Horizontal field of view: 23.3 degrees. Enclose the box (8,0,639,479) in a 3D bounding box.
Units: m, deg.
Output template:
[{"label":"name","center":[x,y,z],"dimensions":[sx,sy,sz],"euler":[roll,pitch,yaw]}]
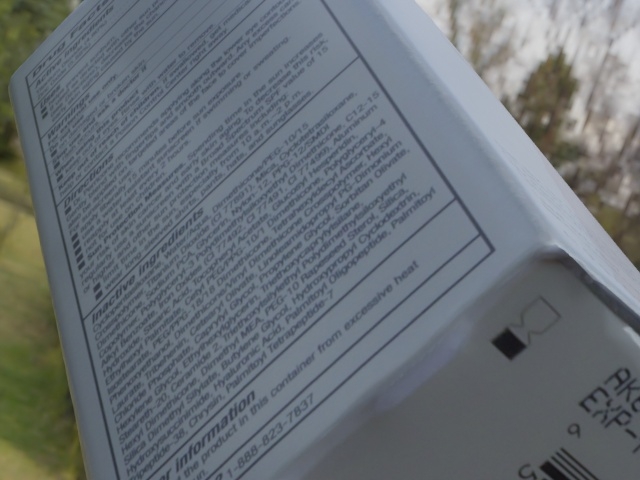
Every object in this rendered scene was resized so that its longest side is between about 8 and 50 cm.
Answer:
[{"label":"box","center":[0.000,0.000,0.500],"dimensions":[0.121,0.148,0.311],"euler":[40,14,-32]}]
